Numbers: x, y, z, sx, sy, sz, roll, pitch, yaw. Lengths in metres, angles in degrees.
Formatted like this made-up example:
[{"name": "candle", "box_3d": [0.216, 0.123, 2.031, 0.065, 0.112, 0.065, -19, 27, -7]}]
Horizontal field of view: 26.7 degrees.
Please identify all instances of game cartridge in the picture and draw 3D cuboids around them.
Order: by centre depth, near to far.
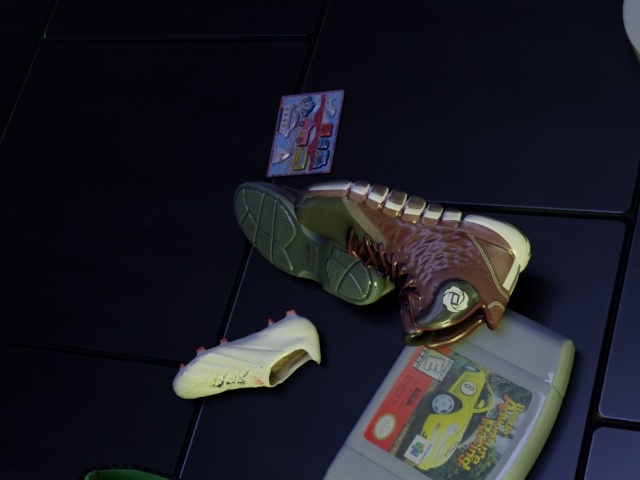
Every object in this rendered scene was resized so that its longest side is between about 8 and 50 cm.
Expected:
[{"name": "game cartridge", "box_3d": [0.152, 0.206, 1.517, 0.196, 0.060, 0.294, 27, 78, 31]}]

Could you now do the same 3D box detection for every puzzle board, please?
[{"name": "puzzle board", "box_3d": [-0.021, -0.145, 1.820, 0.096, 0.011, 0.128, -3, 62, 25]}]

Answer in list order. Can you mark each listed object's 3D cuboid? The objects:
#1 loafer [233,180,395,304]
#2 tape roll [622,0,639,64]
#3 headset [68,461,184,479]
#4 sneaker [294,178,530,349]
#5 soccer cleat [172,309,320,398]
[{"name": "loafer", "box_3d": [0.000, 0.000, 1.701, 0.267, 0.084, 0.096, 34, 125, 37]}, {"name": "tape roll", "box_3d": [0.475, -0.270, 1.601, 0.219, 0.072, 0.219, -12, 59, 20]}, {"name": "headset", "box_3d": [-0.091, 0.333, 1.463, 0.394, 0.243, 0.185, 27, 100, 7]}, {"name": "sneaker", "box_3d": [0.085, 0.034, 1.527, 0.281, 0.106, 0.162, 13, 67, 16]}, {"name": "soccer cleat", "box_3d": [-0.092, 0.156, 1.660, 0.196, 0.068, 0.076, -26, 58, 9]}]
